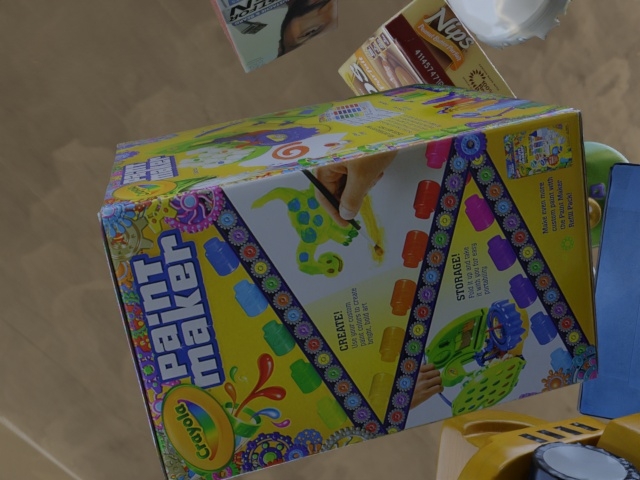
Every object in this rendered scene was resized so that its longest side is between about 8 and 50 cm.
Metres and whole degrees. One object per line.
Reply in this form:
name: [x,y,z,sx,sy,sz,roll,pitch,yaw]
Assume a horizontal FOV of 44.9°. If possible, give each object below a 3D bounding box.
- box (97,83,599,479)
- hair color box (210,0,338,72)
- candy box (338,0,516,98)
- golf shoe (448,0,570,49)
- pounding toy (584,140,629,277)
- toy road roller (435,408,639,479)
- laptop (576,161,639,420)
box: [0.000,0.000,0.576,0.279,0.290,0.177,-12,-73,-9]
hair color box: [-0.038,-0.194,0.583,0.093,0.167,0.053,-27,-96,0]
candy box: [0.133,-0.207,1.046,0.087,0.316,0.183,-38,-83,-5]
golf shoe: [0.043,-0.157,0.284,0.086,0.069,0.176,-10,-92,-43]
pounding toy: [0.409,-0.051,1.281,0.110,0.183,0.237,-3,-61,-57]
toy road roller: [0.265,0.268,0.800,0.329,0.240,0.203,-2,-78,-31]
laptop: [0.574,0.111,0.987,0.236,0.408,0.382,1,-81,-19]
